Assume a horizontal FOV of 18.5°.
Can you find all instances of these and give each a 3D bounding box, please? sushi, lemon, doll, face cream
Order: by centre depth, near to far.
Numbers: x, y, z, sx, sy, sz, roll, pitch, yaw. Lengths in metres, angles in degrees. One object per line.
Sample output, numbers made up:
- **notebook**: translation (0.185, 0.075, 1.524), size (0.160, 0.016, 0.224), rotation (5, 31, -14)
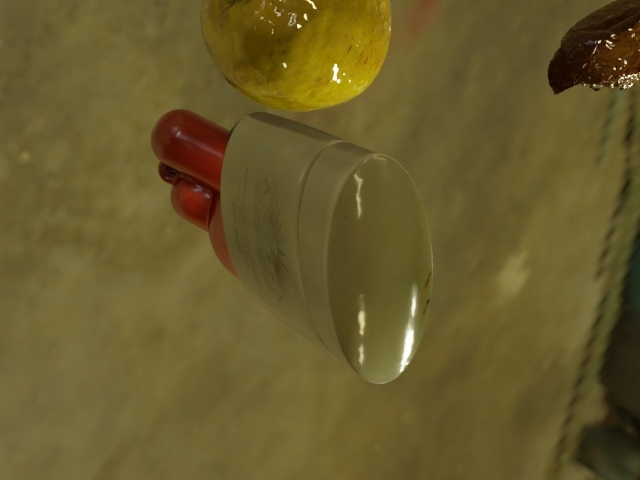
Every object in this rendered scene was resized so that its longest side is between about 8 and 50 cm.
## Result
- **sushi**: translation (0.218, -0.138, 1.387), size (0.120, 0.052, 0.055), rotation (-32, 117, -29)
- **face cream**: translation (0.000, 0.000, 1.503), size (0.081, 0.348, 0.173), rotation (-9, 101, -14)
- **lemon**: translation (-0.019, -0.203, 1.825), size (0.207, 0.170, 0.170), rotation (7, 116, -55)
- **doll**: translation (-0.046, -0.029, 1.973), size (0.161, 0.290, 0.130), rotation (-62, 178, 41)
